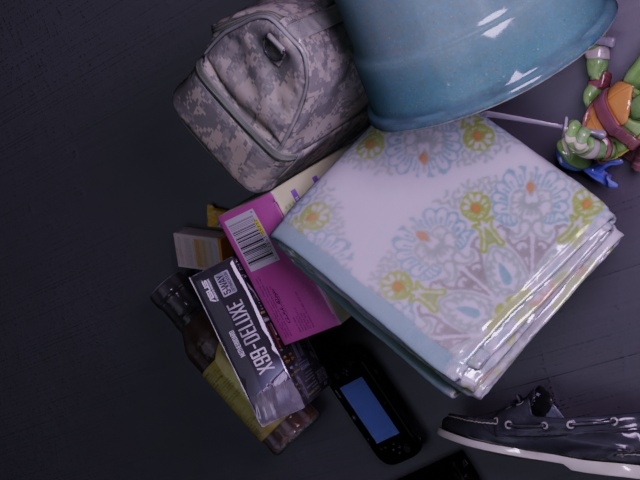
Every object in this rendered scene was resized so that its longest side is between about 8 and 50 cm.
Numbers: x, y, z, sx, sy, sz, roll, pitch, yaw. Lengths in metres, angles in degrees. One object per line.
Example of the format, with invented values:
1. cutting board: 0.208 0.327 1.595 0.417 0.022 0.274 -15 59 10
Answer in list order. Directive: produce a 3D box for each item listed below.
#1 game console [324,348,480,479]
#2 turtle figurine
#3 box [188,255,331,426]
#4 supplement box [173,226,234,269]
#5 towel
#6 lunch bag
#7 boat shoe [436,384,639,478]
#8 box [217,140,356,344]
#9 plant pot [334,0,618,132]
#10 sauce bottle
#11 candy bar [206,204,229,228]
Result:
1. game console: 0.118 0.344 2.242 0.213 0.044 0.361 -33 90 38
2. turtle figurine: 0.357 -0.206 1.743 0.266 0.198 0.275 -35 93 35
3. box: -0.084 0.142 2.109 0.076 0.307 0.242 -26 88 7
4. supplement box: -0.193 0.015 2.304 0.098 0.036 0.062 7 115 31
5. towel: 0.164 -0.007 1.830 0.374 0.320 0.090 40 168 24
6. lunch bag: -0.017 -0.247 1.907 0.212 0.305 0.256 51 135 6
7. boat shoe: 0.331 0.271 2.030 0.340 0.127 0.113 5 84 40
8. box: 0.000 0.000 2.038 0.117 0.243 0.214 -23 97 39
9. plant pot: 0.137 -0.361 1.682 0.341 0.341 0.334 -14 115 37
10. sauce bottle: -0.150 0.200 2.310 0.344 0.111 0.111 47 128 5
11. candy bar: -0.118 -0.026 2.248 0.161 0.018 0.040 14 118 29
